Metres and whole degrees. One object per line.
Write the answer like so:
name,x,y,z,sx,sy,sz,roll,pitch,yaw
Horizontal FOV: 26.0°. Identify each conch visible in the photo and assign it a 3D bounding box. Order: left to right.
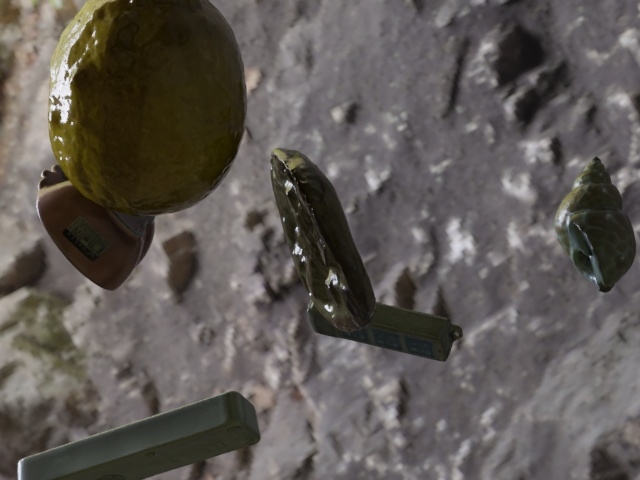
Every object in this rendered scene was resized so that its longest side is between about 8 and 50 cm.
conch,0.380,-0.010,1.895,0.116,0.106,0.173,55,-170,-36

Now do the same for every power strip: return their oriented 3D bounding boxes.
power strip,-0.277,0.310,2.018,0.091,0.385,0.062,52,-158,-56
power strip,0.102,0.142,2.313,0.272,0.052,0.078,13,147,20

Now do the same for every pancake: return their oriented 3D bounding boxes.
pancake,0.000,0.000,1.887,0.294,0.049,0.294,157,90,-79

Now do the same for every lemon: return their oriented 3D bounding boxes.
lemon,-0.221,-0.184,1.802,0.285,0.285,0.316,55,135,9

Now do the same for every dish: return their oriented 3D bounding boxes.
dish,-0.304,-0.041,1.977,0.090,0.213,0.213,-30,90,19
